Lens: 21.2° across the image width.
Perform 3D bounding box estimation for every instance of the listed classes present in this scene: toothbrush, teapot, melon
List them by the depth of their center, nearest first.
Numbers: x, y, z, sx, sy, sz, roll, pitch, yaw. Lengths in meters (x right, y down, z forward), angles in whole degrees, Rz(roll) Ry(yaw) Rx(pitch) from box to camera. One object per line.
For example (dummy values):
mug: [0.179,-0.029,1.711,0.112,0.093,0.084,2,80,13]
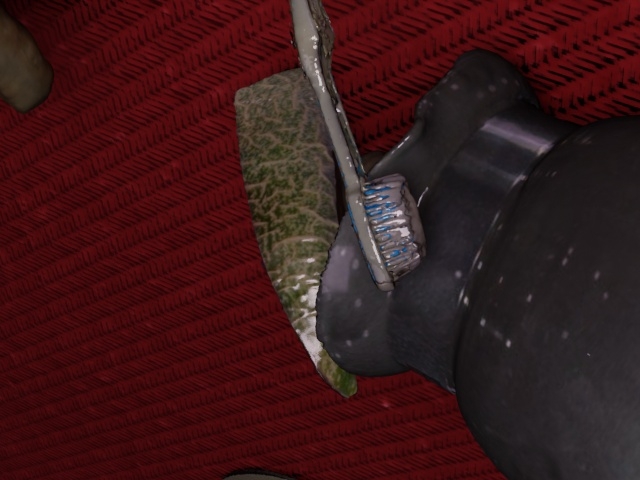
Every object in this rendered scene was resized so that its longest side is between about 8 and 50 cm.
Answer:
toothbrush: [-0.007,-0.119,0.763,0.028,0.026,0.294,-21,81,20]
teapot: [0.145,0.023,0.846,0.285,0.305,0.223,28,106,25]
melon: [-0.003,-0.007,0.918,0.054,0.182,0.098,-19,128,15]

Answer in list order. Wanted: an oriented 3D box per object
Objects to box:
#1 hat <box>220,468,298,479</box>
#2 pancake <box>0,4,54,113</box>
hat: [-0.010,0.305,1.376,0.252,0.110,0.252,23,146,17]
pancake: [-0.262,-0.181,0.930,0.294,0.049,0.294,40,179,1]
